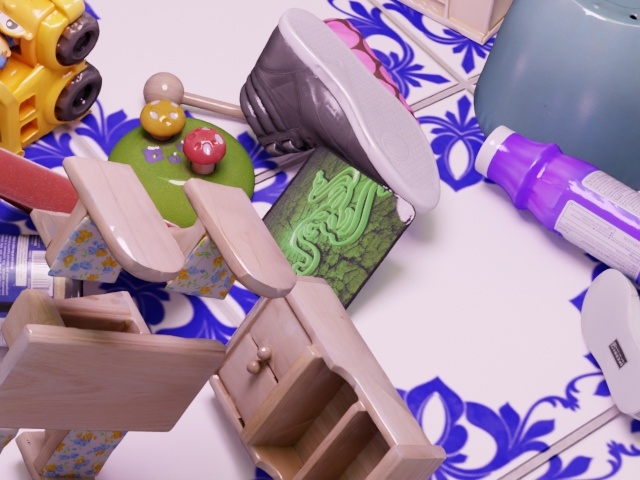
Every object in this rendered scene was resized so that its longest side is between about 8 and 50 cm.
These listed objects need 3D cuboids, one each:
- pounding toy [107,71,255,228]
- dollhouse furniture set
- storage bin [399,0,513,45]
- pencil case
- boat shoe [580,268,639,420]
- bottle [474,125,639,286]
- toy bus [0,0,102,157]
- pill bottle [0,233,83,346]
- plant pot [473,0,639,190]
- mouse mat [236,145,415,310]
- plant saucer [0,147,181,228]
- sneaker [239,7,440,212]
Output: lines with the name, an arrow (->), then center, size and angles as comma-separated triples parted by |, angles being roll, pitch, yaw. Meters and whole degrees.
pounding toy -> -0.159, -0.127, 1.800 | 0.183, 0.110, 0.237 | 14, 48, 3
dollhouse furniture set -> -0.120, 0.162, 1.395 | 0.394, 0.362, 0.256 | 9, 37, -44
storage bin -> 0.199, -0.445, 2.139 | 0.260, 0.123, 0.262 | 31, 51, 19
pencil case -> 0.043, -0.190, 1.905 | 0.098, 0.095, 0.209 | 9, 37, -45
boat shoe -> 0.354, 0.125, 1.689 | 0.070, 0.078, 0.219 | 29, 34, -28
bottle -> 0.319, -0.042, 1.801 | 0.283, 0.092, 0.118 | 33, 18, 19
toy bus -> -0.381, -0.200, 1.764 | 0.149, 0.220, 0.211 | 36, 59, 16
pill bottle -> -0.365, 0.053, 1.595 | 0.219, 0.122, 0.122 | 2, 48, -8
plant pot -> 0.362, -0.244, 1.907 | 0.293, 0.235, 0.293 | 5, 47, -5
mouse mat -> 0.000, 0.000, 1.712 | 0.153, 0.007, 0.189 | 35, 84, 22
plant saucer -> -0.248, -0.023, 1.634 | 0.259, 0.258, 0.047 | 24, 84, 12
sneaker -> 0.018, -0.125, 1.799 | 0.295, 0.147, 0.104 | 51, 37, 10
